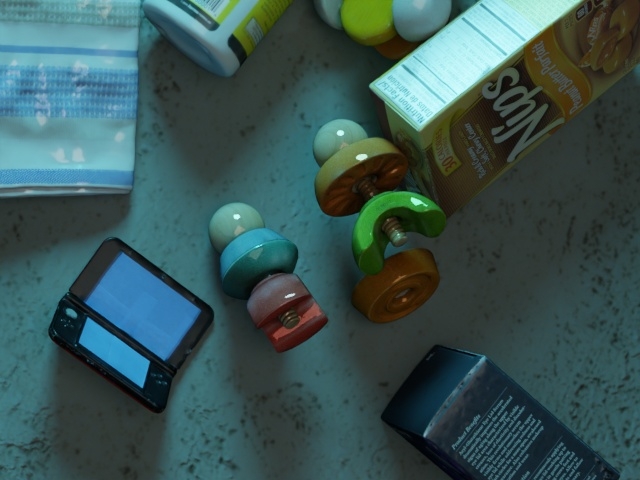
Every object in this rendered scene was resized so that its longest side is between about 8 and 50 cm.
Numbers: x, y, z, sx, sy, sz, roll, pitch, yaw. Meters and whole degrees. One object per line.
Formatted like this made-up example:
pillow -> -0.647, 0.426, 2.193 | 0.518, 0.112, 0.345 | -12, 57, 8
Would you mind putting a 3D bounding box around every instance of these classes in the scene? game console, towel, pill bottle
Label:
game console -> -0.190, 0.086, 1.757 | 0.144, 0.124, 0.085 | 37, 108, -13
towel -> -0.275, -0.180, 1.713 | 0.209, 0.034, 0.285 | -1, 100, -28
pill bottle -> -0.074, -0.281, 1.760 | 0.119, 0.119, 0.208 | 40, 81, -13

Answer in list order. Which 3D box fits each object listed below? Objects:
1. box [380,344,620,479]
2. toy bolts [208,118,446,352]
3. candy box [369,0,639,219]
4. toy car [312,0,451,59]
box -> 0.188, 0.217, 1.826 | 0.207, 0.153, 0.108 | 40, 82, -12
toy bolts -> 0.000, 0.000, 1.795 | 0.228, 0.218, 0.158 | -30, 63, -5
candy box -> 0.207, -0.180, 1.804 | 0.316, 0.183, 0.087 | -39, 59, -12
toy car -> 0.094, -0.276, 1.807 | 0.136, 0.159, 0.182 | 27, 83, -49
